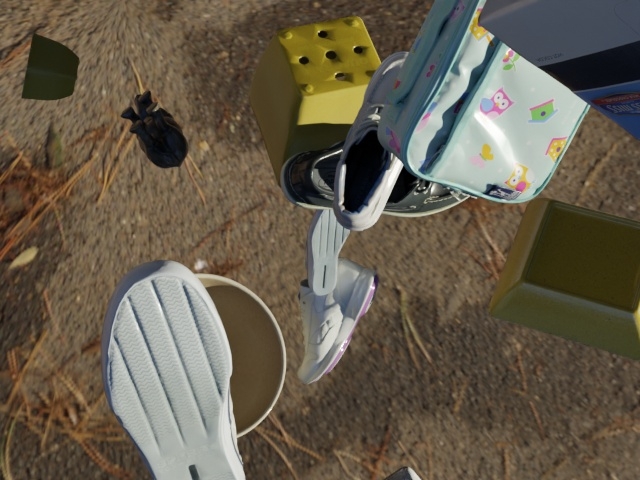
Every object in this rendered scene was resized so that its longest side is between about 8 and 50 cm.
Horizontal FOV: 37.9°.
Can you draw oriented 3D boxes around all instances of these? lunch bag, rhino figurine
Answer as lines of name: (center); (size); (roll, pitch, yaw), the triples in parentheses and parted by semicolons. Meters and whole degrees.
lunch bag: (0.199, -0.180, 1.070); (0.224, 0.108, 0.279); (13, 112, -31)
rhino figurine: (-0.274, -0.186, 1.541); (0.073, 0.243, 0.106); (-37, 117, -1)

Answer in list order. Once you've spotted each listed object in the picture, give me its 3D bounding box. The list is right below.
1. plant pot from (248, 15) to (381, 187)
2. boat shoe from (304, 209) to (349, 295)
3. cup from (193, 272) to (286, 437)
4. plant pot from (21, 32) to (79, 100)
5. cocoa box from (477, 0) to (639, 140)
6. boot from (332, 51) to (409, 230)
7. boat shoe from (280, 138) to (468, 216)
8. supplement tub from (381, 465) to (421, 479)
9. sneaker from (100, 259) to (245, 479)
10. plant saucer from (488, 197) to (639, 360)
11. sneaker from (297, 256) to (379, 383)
plant pot: (0.010, -0.239, 1.513); (0.212, 0.212, 0.187); (-13, 150, -12)
boat shoe: (0.000, 0.000, 1.820); (0.083, 0.076, 0.226); (-3, 126, -23)
cup: (-0.265, 0.256, 1.885); (0.330, 0.237, 0.331); (8, 70, -22)
plant pot: (-0.452, -0.285, 1.569); (0.083, 0.082, 0.081); (10, 145, -19)
cocoa box: (0.315, -0.204, 0.587); (0.227, 0.347, 0.232); (30, 79, -20)
boot: (0.083, -0.139, 1.236); (0.095, 0.123, 0.259); (17, 86, 4)
boat shoe: (0.115, -0.106, 1.422); (0.339, 0.113, 0.127); (1, 84, -16)
supplement tub: (0.079, 0.421, 1.335); (0.190, 0.117, 0.117); (-35, 108, 1)
sneaker: (-0.114, 0.117, 0.715); (0.094, 0.091, 0.258); (-12, 123, -13)
plant saucer: (0.550, 0.051, 1.914); (0.332, 0.333, 0.081); (16, 145, 17)
sneaker: (0.006, 0.162, 1.971); (0.152, 0.114, 0.305); (28, 111, 3)
